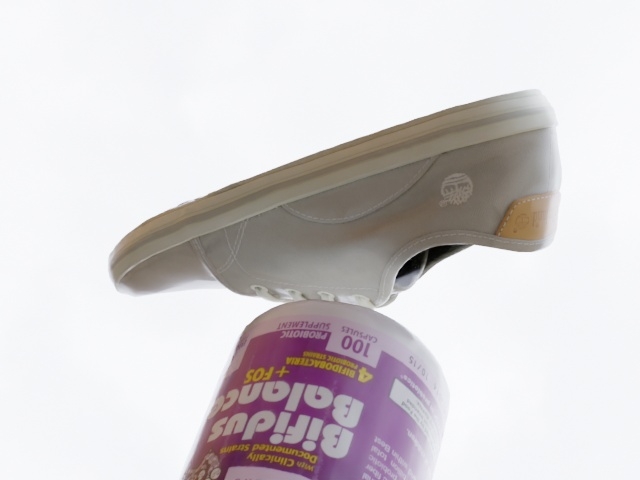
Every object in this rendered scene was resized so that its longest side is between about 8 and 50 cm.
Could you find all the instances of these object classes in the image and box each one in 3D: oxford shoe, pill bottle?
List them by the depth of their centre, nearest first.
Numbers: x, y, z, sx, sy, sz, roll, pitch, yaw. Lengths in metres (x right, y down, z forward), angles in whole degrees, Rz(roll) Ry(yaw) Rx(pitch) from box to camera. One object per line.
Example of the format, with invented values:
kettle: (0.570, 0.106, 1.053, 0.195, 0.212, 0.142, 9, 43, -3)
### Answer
pill bottle: (-0.020, 0.196, 1.100, 0.169, 0.301, 0.169, 10, -46, 10)
oxford shoe: (0.000, 0.000, 1.293, 0.449, 0.169, 0.130, -17, -90, 37)
